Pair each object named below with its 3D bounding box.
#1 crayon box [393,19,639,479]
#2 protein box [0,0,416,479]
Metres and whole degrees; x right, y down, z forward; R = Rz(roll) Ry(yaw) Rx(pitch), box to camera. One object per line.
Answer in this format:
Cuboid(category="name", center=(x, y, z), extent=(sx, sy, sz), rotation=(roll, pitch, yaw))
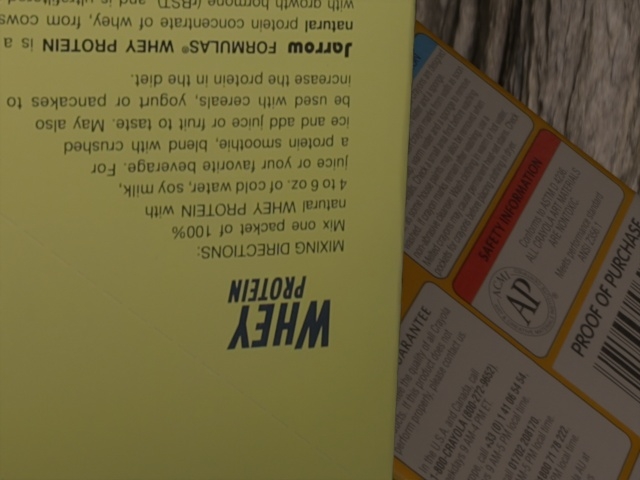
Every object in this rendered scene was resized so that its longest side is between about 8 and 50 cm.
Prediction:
Cuboid(category="crayon box", center=(0.000, 0.000, 0.675), extent=(0.083, 0.323, 0.203), rotation=(-47, -174, 46))
Cuboid(category="protein box", center=(-0.093, -0.033, 0.462), extent=(0.200, 0.136, 0.201), rotation=(-3, 101, -27))
